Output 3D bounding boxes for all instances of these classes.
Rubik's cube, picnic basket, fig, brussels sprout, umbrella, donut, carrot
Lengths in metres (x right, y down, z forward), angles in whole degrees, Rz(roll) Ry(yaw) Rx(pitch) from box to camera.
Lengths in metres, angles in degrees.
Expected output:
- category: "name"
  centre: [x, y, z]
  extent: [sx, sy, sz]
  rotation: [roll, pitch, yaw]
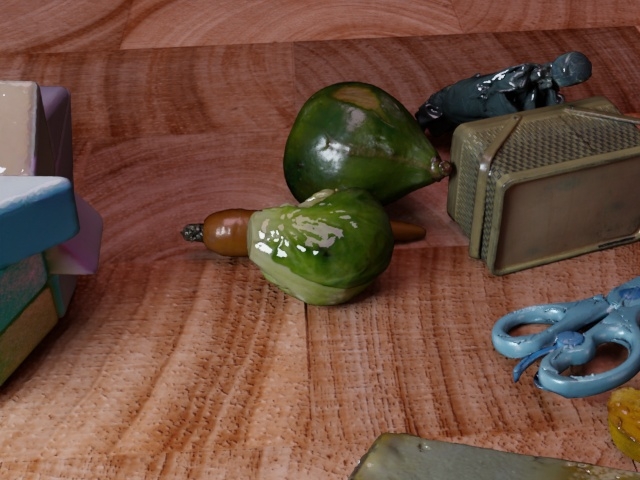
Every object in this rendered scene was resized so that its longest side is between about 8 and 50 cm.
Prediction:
- category: "Rubik's cube"
  centre: [-0.435, -0.013, 1.052]
  extent: [0.358, 0.387, 0.368]
  rotation: [0, 19, -4]
- category: "picnic basket"
  centre: [0.310, -0.077, 1.241]
  extent: [0.267, 0.165, 0.139]
  rotation: [-13, 40, -13]
- category: "fig"
  centre: [0.067, -0.114, 1.295]
  extent: [0.245, 0.195, 0.195]
  rotation: [22, 43, 16]
- category: "brussels sprout"
  centre: [0.004, 0.007, 1.161]
  extent: [0.183, 0.131, 0.145]
  rotation: [-21, 75, -14]
- category: "umbrella"
  centre: [0.264, -0.206, 1.356]
  extent: [0.143, 0.094, 0.349]
  rotation: [-29, 10, -25]
- category: "donut"
  centre: [0.354, 0.199, 0.976]
  extent: [0.108, 0.043, 0.097]
  rotation: [7, 36, 11]
- category: "carrot"
  centre: [-0.020, -0.012, 1.257]
  extent: [0.336, 0.069, 0.069]
  rotation: [-1, 37, -5]

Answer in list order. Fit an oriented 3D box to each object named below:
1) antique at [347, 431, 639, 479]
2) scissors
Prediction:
- category: "antique"
  centre: [0.174, 0.248, 0.764]
  extent: [0.284, 0.150, 0.125]
  rotation: [-2, 17, 25]
- category: "scissors"
  centre: [0.373, 0.080, 1.123]
  extent: [0.393, 0.032, 0.180]
  rotation: [-23, 30, -29]
